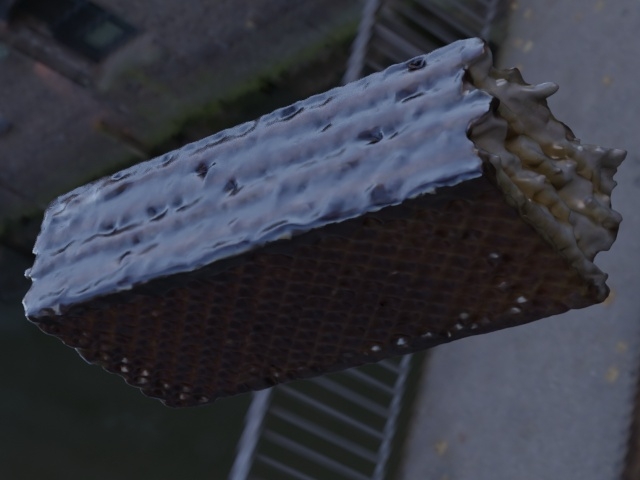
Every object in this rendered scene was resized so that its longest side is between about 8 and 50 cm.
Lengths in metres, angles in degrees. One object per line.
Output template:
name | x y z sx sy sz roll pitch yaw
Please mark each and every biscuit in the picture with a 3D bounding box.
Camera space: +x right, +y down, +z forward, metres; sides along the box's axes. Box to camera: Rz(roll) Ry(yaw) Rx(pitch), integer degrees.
biscuit | 0.000 0.000 0.653 0.252 0.106 0.070 -17 52 31
